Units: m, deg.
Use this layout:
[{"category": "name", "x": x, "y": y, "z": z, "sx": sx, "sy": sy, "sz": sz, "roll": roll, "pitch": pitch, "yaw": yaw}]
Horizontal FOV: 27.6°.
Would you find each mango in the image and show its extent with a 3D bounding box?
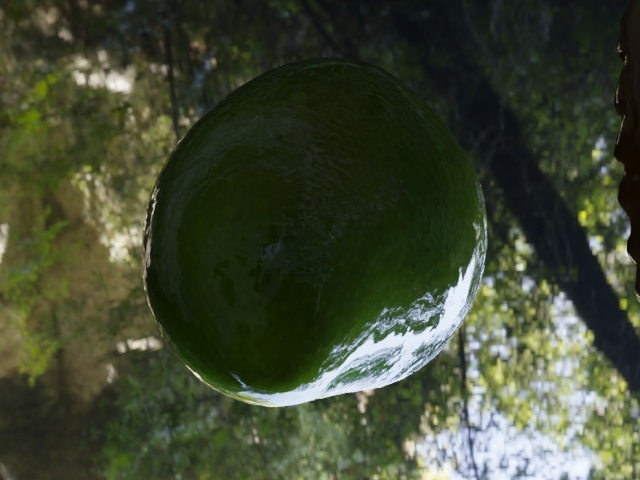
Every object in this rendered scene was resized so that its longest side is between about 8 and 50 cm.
[{"category": "mango", "x": 0.000, "y": 0.000, "z": 0.729, "sx": 0.192, "sy": 0.156, "sz": 0.343, "roll": 45, "pitch": -156, "yaw": -3}]

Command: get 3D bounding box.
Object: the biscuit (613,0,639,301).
[{"category": "biscuit", "x": 0.229, "y": -0.049, "z": 0.477, "sx": 0.318, "sy": 0.317, "sz": 0.040, "roll": -33, "pitch": -158, "yaw": -23}]
